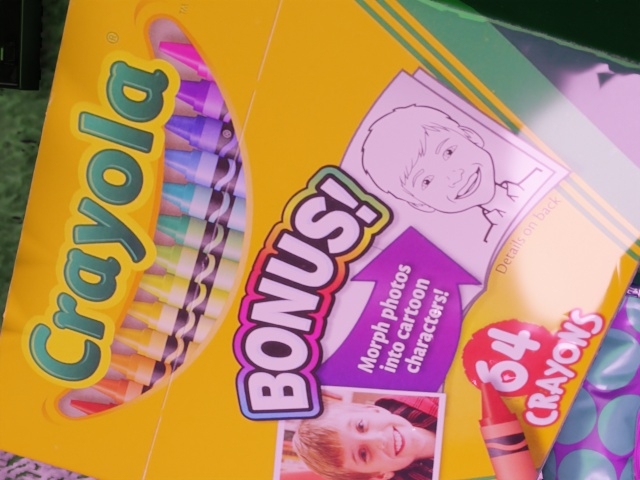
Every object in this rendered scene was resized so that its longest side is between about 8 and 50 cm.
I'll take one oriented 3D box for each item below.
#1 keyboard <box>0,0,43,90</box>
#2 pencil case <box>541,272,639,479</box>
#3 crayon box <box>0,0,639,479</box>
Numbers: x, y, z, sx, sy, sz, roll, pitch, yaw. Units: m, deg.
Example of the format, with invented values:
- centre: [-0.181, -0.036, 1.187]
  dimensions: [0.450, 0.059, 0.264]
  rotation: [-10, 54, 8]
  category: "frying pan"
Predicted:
- centre: [-0.178, -0.179, 0.981]
  dimensions: [0.023, 0.108, 0.180]
  rotation: [-3, 99, -38]
  category: "keyboard"
- centre: [0.178, 0.096, 1.024]
  dimensions: [0.070, 0.064, 0.151]
  rotation: [12, 97, 23]
  category: "pencil case"
- centre: [0.000, 0.000, 0.916]
  dimensions: [0.313, 0.106, 0.363]
  rotation: [16, 124, -4]
  category: "crayon box"
